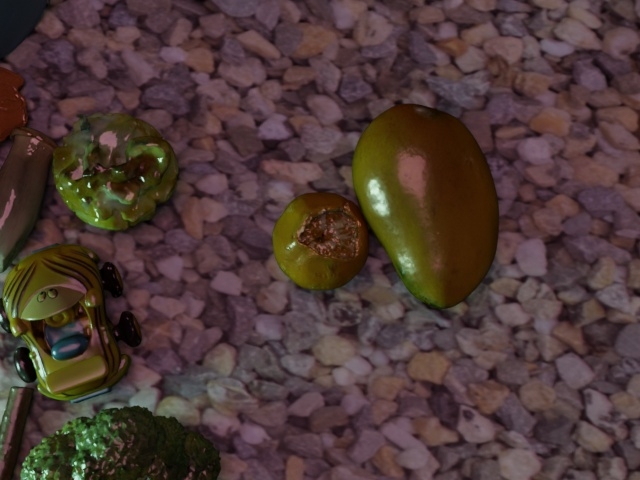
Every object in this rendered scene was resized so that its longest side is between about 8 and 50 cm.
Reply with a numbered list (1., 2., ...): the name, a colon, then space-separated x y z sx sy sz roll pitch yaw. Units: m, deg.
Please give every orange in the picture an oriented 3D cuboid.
1. orange: 0.000 0.000 1.863 0.154 0.134 0.155 -1 86 7

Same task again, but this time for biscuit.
1. biscuit: -0.520 -0.219 1.942 0.102 0.019 0.130 4 70 -21

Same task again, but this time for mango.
1. mango: 0.167 -0.055 1.845 0.211 0.173 0.317 -15 86 -25

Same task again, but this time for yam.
1. yam: -0.491 0.385 1.857 0.045 0.045 0.327 15 80 -27

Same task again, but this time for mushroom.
1. mushroom: -0.487 -0.056 1.901 0.096 0.108 0.247 27 84 -26

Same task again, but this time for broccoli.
1. broccoli: -0.278 0.365 1.815 0.254 0.186 0.302 -42 125 -8

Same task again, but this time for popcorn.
1. popcorn: -0.309 -0.113 1.861 0.198 0.212 0.198 0 89 -31

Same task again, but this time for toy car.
1. toy car: -0.391 0.123 1.845 0.200 0.142 0.248 -22 83 -3

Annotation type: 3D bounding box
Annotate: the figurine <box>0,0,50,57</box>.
1. figurine: -0.649 -0.457 1.905 0.388 0.248 0.277 43 107 10
